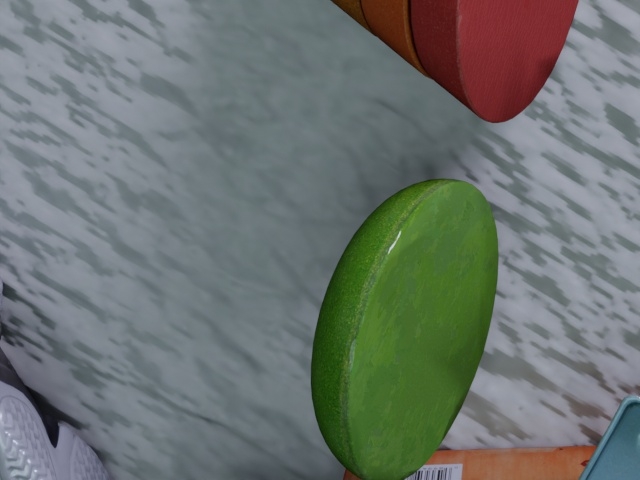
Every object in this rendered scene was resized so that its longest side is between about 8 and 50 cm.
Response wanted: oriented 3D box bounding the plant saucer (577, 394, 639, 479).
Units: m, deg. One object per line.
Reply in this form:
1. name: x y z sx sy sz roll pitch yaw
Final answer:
1. plant saucer: 0.113 0.156 0.800 0.067 0.018 0.192 26 107 -2

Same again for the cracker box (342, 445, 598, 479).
1. cracker box: 0.094 0.212 0.861 0.156 0.067 0.232 -3 106 8

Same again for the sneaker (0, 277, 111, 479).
1. sneaker: -0.202 0.084 0.841 0.153 0.101 0.268 -25 104 10

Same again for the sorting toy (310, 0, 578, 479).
1. sorting toy: 0.000 0.000 0.781 0.126 0.127 0.365 16 94 27
